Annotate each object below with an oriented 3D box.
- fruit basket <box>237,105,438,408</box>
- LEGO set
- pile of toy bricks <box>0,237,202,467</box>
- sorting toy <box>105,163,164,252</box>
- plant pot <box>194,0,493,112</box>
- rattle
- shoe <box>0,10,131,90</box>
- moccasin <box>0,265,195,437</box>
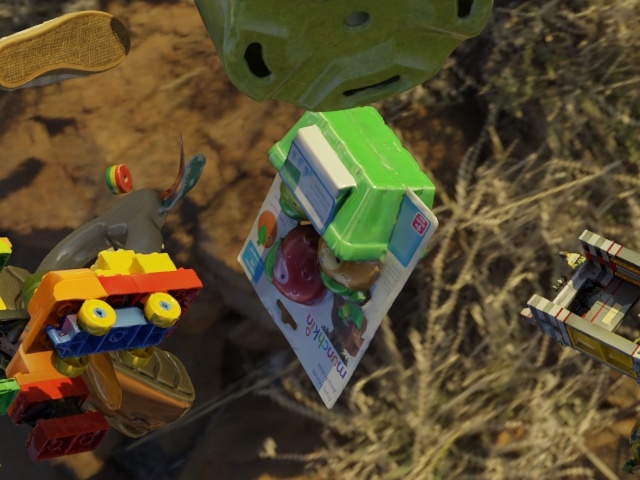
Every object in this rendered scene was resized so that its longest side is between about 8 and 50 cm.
[{"bbox_3d":[0.000,0.000,1.985,0.353,0.165,0.327,-58,46,29],"label":"fruit basket"},{"bbox_3d":[0.341,0.053,1.374,0.192,0.255,0.331,28,77,37],"label":"LEGO set"},{"bbox_3d":[-0.161,0.024,0.529,0.105,0.212,0.118,55,127,27],"label":"pile of toy bricks"},{"bbox_3d":[-0.284,0.023,2.223,0.046,0.132,0.274,-11,108,19],"label":"sorting toy"},{"bbox_3d":[-0.007,-0.236,0.952,0.276,0.276,0.254,-36,56,36],"label":"plant pot"},{"bbox_3d":[-0.144,0.027,1.217,0.143,0.200,0.130,49,153,-14],"label":"rattle"},{"bbox_3d":[-0.314,-0.221,1.661,0.058,0.219,0.076,-3,103,41],"label":"shoe"},{"bbox_3d":[-0.328,0.148,1.785,0.147,0.380,0.139,-40,50,13],"label":"moccasin"}]
